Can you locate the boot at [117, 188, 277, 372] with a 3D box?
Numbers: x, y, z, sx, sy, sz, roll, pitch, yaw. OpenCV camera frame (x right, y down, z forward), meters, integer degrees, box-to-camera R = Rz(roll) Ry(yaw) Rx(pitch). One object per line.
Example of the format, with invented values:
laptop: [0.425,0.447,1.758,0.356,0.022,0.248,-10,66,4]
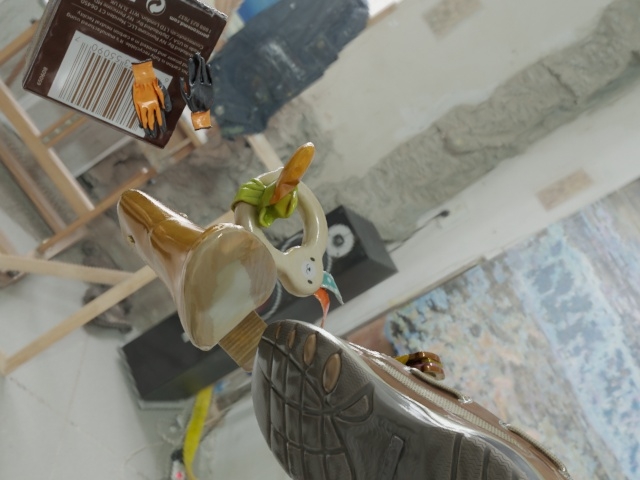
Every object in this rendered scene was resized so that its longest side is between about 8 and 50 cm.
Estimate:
boot: [-0.142,0.014,0.776,0.211,0.104,0.295,43,-16,21]

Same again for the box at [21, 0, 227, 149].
box: [-0.233,-0.235,0.893,0.168,0.167,0.203,22,15,-26]

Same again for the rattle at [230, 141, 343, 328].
rattle: [0.000,0.000,0.877,0.200,0.142,0.130,63,31,-1]

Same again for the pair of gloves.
pair of gloves: [-0.138,-0.137,0.730,0.010,0.083,0.074,26,-56,53]

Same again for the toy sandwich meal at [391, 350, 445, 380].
toy sandwich meal: [0.077,0.125,0.745,0.085,0.085,0.029,37,53,-53]

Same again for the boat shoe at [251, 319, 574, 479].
boat shoe: [0.062,0.157,0.606,0.116,0.123,0.324,12,12,-42]
